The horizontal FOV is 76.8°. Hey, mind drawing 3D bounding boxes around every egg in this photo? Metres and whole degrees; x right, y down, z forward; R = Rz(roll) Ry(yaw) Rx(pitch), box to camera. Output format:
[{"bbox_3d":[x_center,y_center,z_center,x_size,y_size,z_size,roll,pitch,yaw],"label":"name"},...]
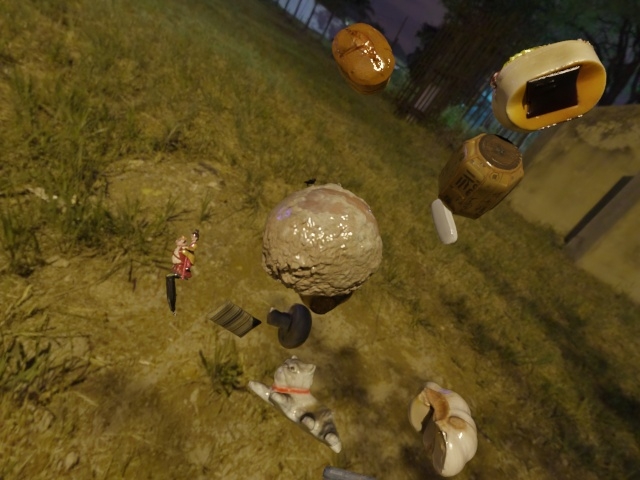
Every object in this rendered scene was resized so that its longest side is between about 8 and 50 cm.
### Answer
[{"bbox_3d":[0.007,0.000,0.958,0.311,0.279,0.279,-3,39,-31],"label":"egg"}]

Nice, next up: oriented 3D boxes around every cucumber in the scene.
[{"bbox_3d":[-0.556,0.205,1.518,0.043,0.163,0.039,11,17,31],"label":"cucumber"}]

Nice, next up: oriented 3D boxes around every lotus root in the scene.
[{"bbox_3d":[0.030,0.125,1.288,0.193,0.193,0.291,35,24,-3],"label":"lotus root"}]

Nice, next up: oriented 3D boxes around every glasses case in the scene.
[{"bbox_3d":[0.597,-0.091,1.959,0.059,0.092,0.233,2,66,-32],"label":"glasses case"}]

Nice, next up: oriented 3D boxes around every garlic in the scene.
[{"bbox_3d":[0.376,0.563,1.221,0.185,0.203,0.281,-3,24,-18],"label":"garlic"}]

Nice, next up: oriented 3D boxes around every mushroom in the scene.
[{"bbox_3d":[-0.168,0.421,2.041,0.244,0.243,0.243,31,20,-13],"label":"mushroom"}]

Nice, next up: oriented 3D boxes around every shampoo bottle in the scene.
[{"bbox_3d":[0.128,0.929,1.568,0.234,0.049,0.087,5,-8,18],"label":"shampoo bottle"}]

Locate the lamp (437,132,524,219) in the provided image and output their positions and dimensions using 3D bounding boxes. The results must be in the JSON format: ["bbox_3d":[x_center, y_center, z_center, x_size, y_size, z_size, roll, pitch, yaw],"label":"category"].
[{"bbox_3d":[0.369,-0.148,0.945,0.161,0.185,0.161,5,61,-8],"label":"lamp"}]

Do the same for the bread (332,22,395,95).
[{"bbox_3d":[0.158,-0.670,1.493,0.269,0.196,0.142,61,2,12],"label":"bread"}]

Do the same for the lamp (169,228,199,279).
[{"bbox_3d":[-0.646,0.060,1.923,0.119,0.253,0.118,9,-7,1],"label":"lamp"}]

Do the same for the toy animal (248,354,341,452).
[{"bbox_3d":[-0.035,0.520,1.315,0.188,0.308,0.266,-44,117,-34],"label":"toy animal"}]

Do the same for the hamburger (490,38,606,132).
[{"bbox_3d":[0.472,-0.319,0.846,0.116,0.210,0.172,-83,151,-57],"label":"hamburger"}]

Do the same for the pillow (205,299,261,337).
[{"bbox_3d":[-0.329,0.300,1.541,0.203,0.113,0.038,47,7,-41],"label":"pillow"}]
